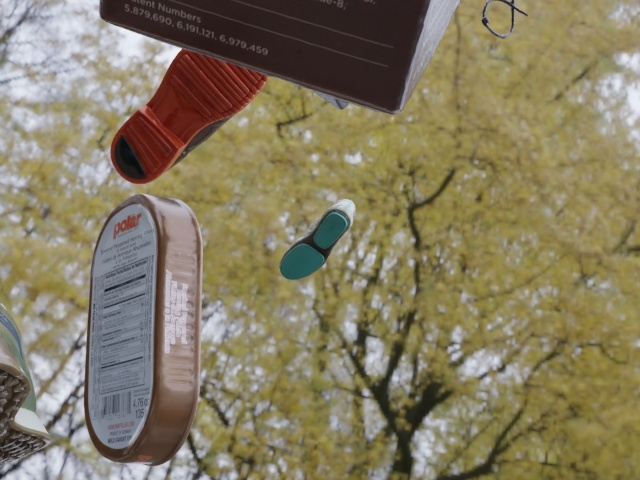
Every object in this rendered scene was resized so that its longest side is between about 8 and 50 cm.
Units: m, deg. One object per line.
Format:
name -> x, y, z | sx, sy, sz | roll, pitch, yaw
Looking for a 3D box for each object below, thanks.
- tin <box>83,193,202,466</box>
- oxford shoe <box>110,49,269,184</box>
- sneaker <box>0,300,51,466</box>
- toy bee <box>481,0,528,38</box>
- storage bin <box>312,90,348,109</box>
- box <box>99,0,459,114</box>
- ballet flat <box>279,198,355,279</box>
tin -> -0.125, 0.060, 0.678 | 0.040, 0.190, 0.106 | 14, -22, -43
oxford shoe -> -0.140, -0.177, 1.170 | 0.271, 0.098, 0.097 | -36, -87, 22
sneaker -> -0.187, 0.059, 0.499 | 0.064, 0.086, 0.192 | -21, -19, -15
toy bee -> 0.260, -0.452, 1.322 | 0.298, 0.195, 0.162 | 47, -28, -23
storage bin -> 0.028, -0.220, 1.184 | 0.098, 0.091, 0.135 | 36, -3, 20
box -> 0.004, -0.205, 0.490 | 0.167, 0.168, 0.203 | 20, -52, 7
ballet flat -> 0.000, 0.000, 1.458 | 0.057, 0.052, 0.168 | 41, -53, -8
